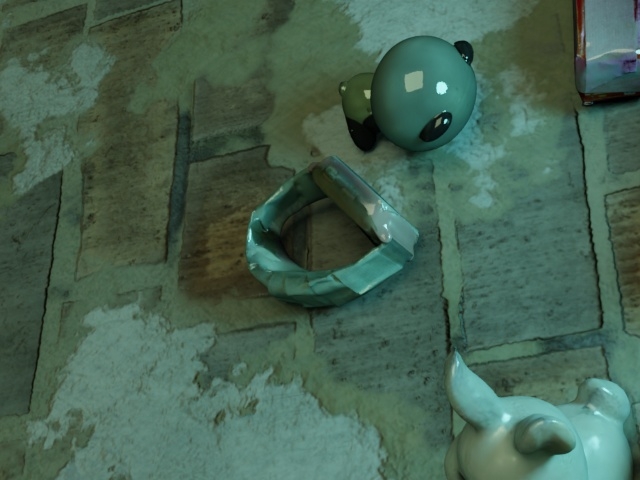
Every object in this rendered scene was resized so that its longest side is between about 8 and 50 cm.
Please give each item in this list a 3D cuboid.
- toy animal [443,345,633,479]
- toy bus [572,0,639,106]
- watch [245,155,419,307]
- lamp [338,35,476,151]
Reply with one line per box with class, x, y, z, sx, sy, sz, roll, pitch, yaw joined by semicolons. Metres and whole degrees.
toy animal;0.277;0.261;1.509;0.196;0.367;0.241;26;87;37
toy bus;0.472;-0.366;1.917;0.127;0.147;0.303;-4;61;17
watch;0.000;0.000;1.924;0.241;0.162;0.253;-47;52;3
lamp;0.148;-0.241;1.984;0.244;0.197;0.198;-6;57;49
